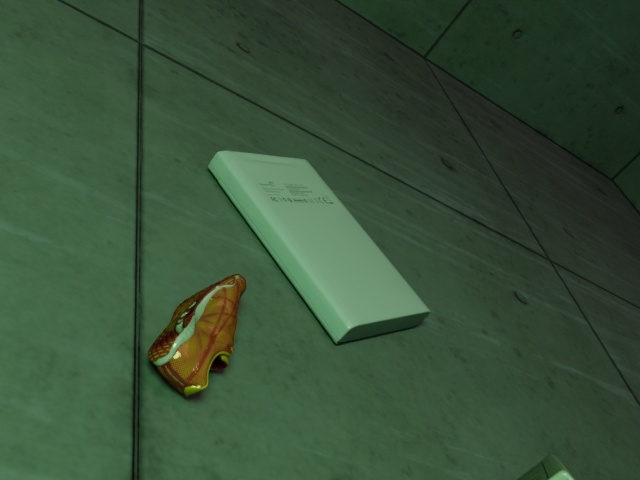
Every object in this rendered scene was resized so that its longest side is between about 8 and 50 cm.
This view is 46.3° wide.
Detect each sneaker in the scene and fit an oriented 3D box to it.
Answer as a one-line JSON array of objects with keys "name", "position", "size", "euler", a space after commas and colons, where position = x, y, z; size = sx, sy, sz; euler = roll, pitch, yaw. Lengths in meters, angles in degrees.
[{"name": "sneaker", "position": [-0.112, 0.090, 0.737], "size": [0.067, 0.064, 0.175], "euler": [55, 28, -15]}]

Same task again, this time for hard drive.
[{"name": "hard drive", "position": [0.000, 0.000, 1.025], "size": [0.203, 0.040, 0.307], "euler": [-2, 48, -53]}]

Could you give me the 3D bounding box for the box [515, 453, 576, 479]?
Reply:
[{"name": "box", "position": [0.181, 0.277, 0.621], "size": [0.127, 0.148, 0.232], "euler": [52, 4, 20]}]
